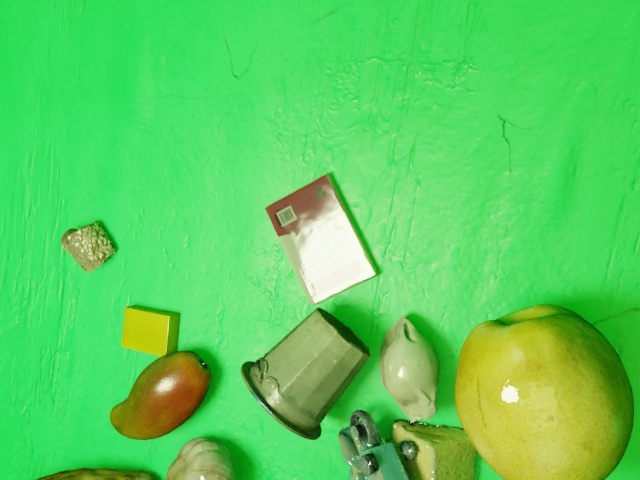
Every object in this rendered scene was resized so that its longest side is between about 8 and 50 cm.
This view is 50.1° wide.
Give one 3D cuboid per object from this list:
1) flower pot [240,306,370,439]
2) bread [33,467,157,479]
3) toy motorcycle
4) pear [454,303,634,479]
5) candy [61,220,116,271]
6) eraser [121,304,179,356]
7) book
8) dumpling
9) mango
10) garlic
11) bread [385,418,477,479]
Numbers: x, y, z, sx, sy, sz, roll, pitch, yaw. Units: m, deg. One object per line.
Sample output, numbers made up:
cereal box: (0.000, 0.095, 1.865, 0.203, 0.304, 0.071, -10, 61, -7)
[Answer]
flower pot: (-0.019, 0.248, 1.367, 0.212, 0.212, 0.202, 41, 93, 11)
bread: (-0.579, 0.613, 1.528, 0.370, 0.314, 0.191, -27, 78, 24)
toy motorcycle: (0.120, 0.480, 1.331, 0.296, 0.109, 0.198, 65, 150, 30)
pear: (0.380, 0.266, 1.167, 0.314, 0.314, 0.314, 2, 96, 18)
candy: (-0.529, 0.012, 1.567, 0.095, 0.085, 0.110, -26, 98, 28)
eraser: (-0.385, 0.204, 1.551, 0.122, 0.045, 0.097, 8, 99, 18)
book: (0.000, 0.000, 1.413, 0.162, 0.022, 0.232, -27, 87, 21)
dumpling: (0.165, 0.254, 1.348, 0.111, 0.181, 0.155, 25, 140, -20)
mango: (-0.353, 0.354, 1.514, 0.146, 0.129, 0.289, 31, 120, -17)
garlic: (-0.233, 0.554, 1.480, 0.212, 0.218, 0.218, 31, 107, -22)
bread: (0.215, 0.503, 1.350, 0.178, 0.142, 0.266, 2, 98, 3)
